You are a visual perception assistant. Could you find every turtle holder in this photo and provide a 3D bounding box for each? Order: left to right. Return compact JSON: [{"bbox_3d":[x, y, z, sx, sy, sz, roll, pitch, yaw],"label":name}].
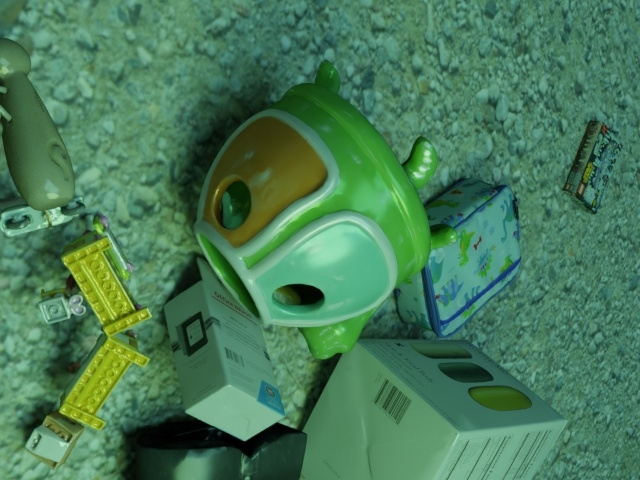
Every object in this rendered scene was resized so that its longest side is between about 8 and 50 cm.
[{"bbox_3d":[-0.012,-0.016,1.083,0.227,0.243,0.320,-38,168,-15],"label":"turtle holder"}]

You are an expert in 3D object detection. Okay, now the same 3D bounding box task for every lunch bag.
[{"bbox_3d":[0.199,0.024,1.394,0.219,0.090,0.176,-33,126,-35],"label":"lunch bag"}]

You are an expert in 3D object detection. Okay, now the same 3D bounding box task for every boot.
[{"bbox_3d":[-0.184,0.426,1.052,0.367,0.146,0.445,-2,105,-54],"label":"boot"}]

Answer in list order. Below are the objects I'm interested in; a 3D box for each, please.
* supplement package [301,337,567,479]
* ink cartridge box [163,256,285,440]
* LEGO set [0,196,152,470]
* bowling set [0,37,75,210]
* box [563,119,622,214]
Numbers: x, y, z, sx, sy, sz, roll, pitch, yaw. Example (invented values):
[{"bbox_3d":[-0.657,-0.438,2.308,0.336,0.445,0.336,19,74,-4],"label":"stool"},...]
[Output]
[{"bbox_3d":[0.143,0.262,1.282,0.263,0.199,0.198,7,115,-48],"label":"supplement package"},{"bbox_3d":[-0.110,0.117,1.068,0.060,0.180,0.104,-34,137,16],"label":"ink cartridge box"},{"bbox_3d":[-0.234,0.079,0.966,0.132,0.107,0.287,-4,113,-10],"label":"LEGO set"},{"bbox_3d":[-0.350,-0.071,0.746,0.154,0.200,0.287,69,16,7],"label":"bowling set"},{"bbox_3d":[0.472,-0.126,1.685,0.094,0.027,0.137,32,78,-46],"label":"box"}]
